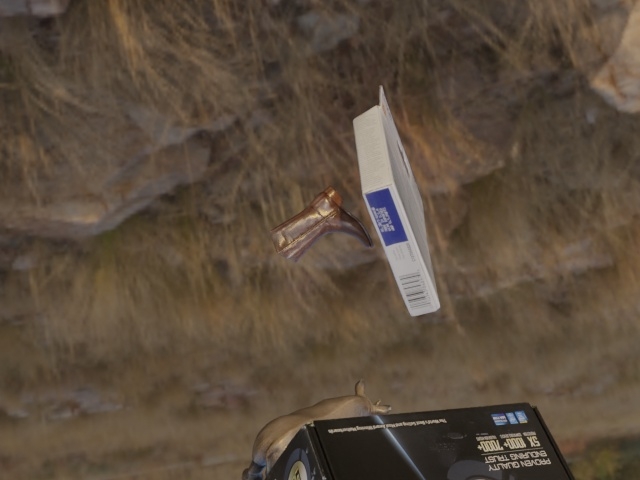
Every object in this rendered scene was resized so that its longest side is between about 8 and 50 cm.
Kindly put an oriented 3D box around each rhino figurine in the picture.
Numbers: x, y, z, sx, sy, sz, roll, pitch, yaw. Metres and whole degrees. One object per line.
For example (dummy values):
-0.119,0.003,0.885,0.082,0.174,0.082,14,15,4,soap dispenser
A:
0.004,0.227,1.175,0.243,0.073,0.106,-16,138,-50,rhino figurine

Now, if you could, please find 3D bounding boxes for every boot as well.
0.000,0.000,1.358,0.114,0.106,0.037,-40,-177,-7,boot

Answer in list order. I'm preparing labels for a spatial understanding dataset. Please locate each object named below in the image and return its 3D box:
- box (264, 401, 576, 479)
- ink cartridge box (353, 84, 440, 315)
0.075,0.183,0.606,0.180,0.147,0.077,2,138,-30,box
0.097,-0.054,1.326,0.045,0.224,0.223,-15,128,12,ink cartridge box
